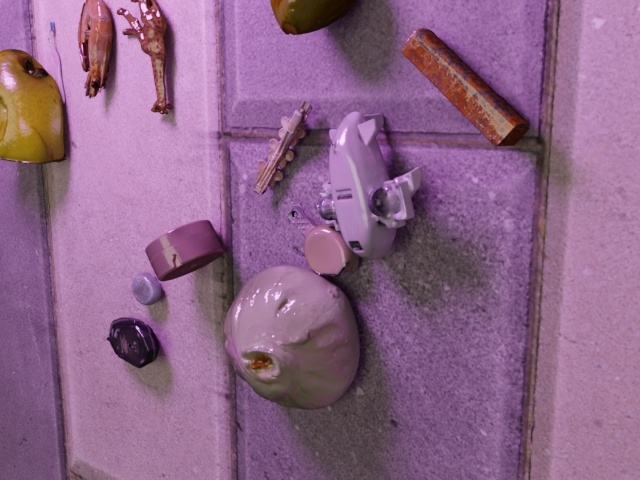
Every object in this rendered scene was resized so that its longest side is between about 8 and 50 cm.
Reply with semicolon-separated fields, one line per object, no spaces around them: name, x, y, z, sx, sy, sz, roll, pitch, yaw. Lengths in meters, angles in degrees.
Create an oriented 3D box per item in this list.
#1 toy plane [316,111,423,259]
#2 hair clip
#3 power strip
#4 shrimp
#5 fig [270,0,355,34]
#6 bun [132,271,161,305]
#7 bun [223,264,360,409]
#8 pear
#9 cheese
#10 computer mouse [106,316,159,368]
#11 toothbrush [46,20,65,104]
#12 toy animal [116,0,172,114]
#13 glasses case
toy plane;0.076;-0.092;1.161;0.252;0.118;0.252;22;118;51
hair clip;-0.072;-0.176;1.300;0.062;0.056;0.214;38;130;7
power strip;-0.283;0.021;1.436;0.154;0.154;0.078;-32;82;37
shrimp;-0.531;-0.446;1.590;0.133;0.053;0.236;9;101;34
fig;-0.021;-0.421;1.145;0.144;0.154;0.165;-1;54;47
bun;-0.404;0.113;1.610;0.083;0.045;0.083;9;105;33
bun;-0.077;0.195;1.290;0.293;0.187;0.293;10;107;38
pear;-0.748;-0.334;1.704;0.238;0.164;0.255;28;116;33
cheese;-0.002;0.007;1.282;0.171;0.047;0.092;29;113;29
computer mouse;-0.444;0.242;1.656;0.192;0.062;0.105;7;104;42
toothbrush;-0.657;-0.441;1.707;0.017;0.022;0.204;3;101;47
toy animal;-0.365;-0.410;1.473;0.149;0.054;0.275;-30;81;40
glasses case;0.221;-0.234;1.046;0.218;0.075;0.049;51;123;18
